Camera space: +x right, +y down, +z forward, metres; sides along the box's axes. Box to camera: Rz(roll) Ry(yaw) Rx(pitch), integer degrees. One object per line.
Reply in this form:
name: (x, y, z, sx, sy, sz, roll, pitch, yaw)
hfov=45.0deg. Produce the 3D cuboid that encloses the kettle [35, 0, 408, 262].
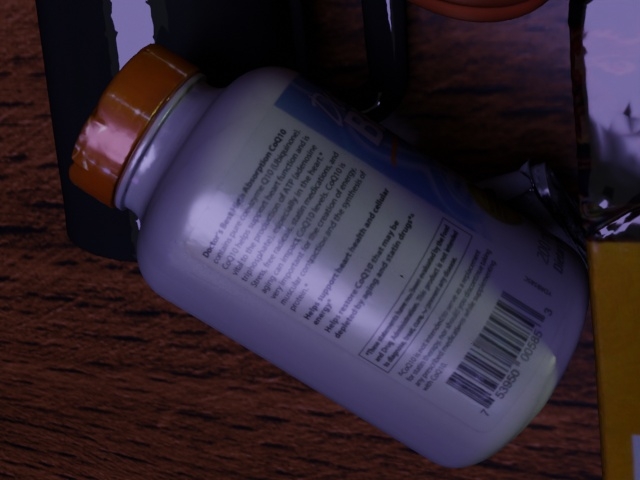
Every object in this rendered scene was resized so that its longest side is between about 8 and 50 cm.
kettle: (-0.085, -0.156, 0.574, 0.262, 0.203, 0.307, 8, 115, 24)

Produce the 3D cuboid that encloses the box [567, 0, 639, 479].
box: (0.233, 0.014, 0.473, 0.116, 0.264, 0.415, -1, 116, 26)

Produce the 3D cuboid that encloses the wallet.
wallet: (0.093, 0.022, 0.611, 0.231, 0.069, 0.170, -18, 147, 25)

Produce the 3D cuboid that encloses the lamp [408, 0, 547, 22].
lamp: (0.090, -0.230, 0.457, 0.164, 0.187, 0.187, 22, 122, 10)

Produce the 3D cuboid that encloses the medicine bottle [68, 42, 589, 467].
medicine bottle: (0.000, 0.000, 0.466, 0.289, 0.157, 0.157, 32, 124, -4)
